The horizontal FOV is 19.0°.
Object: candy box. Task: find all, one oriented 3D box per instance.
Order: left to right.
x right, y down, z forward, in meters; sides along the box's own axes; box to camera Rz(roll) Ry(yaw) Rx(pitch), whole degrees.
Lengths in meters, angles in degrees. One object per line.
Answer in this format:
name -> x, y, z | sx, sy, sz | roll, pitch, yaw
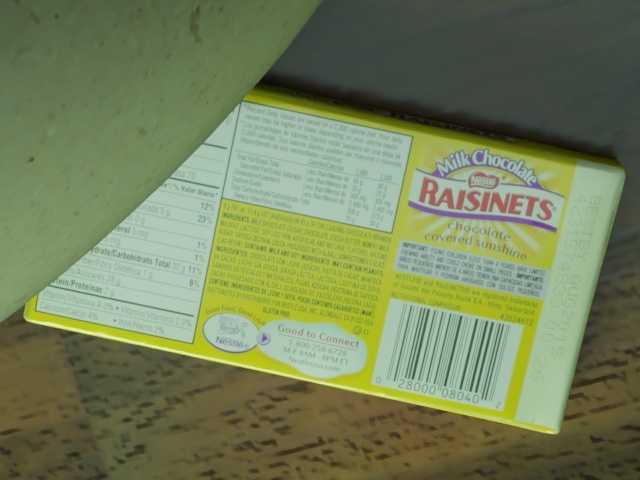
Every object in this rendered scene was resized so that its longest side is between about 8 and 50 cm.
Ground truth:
candy box -> 0.000, 0.000, 0.707 | 0.205, 0.027, 0.105 | 13, 101, -1

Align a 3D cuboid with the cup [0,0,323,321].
cup -> -0.132, -0.116, 0.564 | 0.237, 0.331, 0.331 | -19, 103, -19
